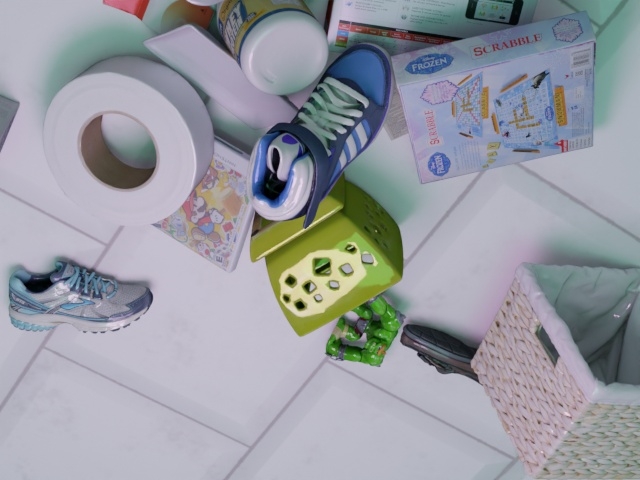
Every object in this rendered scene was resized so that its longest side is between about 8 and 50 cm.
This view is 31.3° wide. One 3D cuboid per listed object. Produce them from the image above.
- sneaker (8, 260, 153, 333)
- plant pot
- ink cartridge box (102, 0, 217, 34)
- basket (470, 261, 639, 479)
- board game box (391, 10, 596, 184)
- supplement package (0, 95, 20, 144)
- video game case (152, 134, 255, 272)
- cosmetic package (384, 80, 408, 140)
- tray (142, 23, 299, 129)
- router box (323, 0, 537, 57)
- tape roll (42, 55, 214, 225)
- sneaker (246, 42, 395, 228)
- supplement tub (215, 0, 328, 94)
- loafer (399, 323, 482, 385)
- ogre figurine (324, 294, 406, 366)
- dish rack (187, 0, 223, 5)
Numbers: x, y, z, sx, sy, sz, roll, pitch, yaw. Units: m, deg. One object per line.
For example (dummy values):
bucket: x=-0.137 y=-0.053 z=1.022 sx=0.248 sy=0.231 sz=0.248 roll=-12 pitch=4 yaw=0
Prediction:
sneaker: x=-0.464 y=0.104 z=2.181 sx=0.283 sy=0.110 sz=0.122 roll=-4 pitch=118 yaw=1
plant pot: x=0.000 y=0.000 z=2.059 sx=0.228 sy=0.227 sz=0.207 roll=-32 pitch=111 yaw=15
ink cartridge box: x=-0.257 y=-0.416 z=1.897 sx=0.179 sy=0.045 sz=0.145 roll=19 pitch=119 yaw=-15
basket: x=0.510 y=0.245 z=2.121 sx=0.331 sy=0.328 sz=0.266 roll=4 pitch=130 yaw=-25
board game box: x=0.298 y=-0.231 z=1.921 sx=0.317 sy=0.066 sz=0.319 roll=-12 pitch=151 yaw=5
supplement package: x=-0.648 y=-0.173 z=1.949 sx=0.194 sy=0.203 sz=0.149 roll=23 pitch=119 yaw=-14
video game case: x=-0.210 y=-0.083 z=2.056 sx=0.206 sy=0.026 sz=0.227 roll=31 pitch=122 yaw=18
cosmetic package: x=0.125 y=-0.241 z=2.012 sx=0.060 sy=0.041 sz=0.115 roll=-23 pitch=119 yaw=13
tray: x=-0.160 y=-0.281 z=1.935 sx=0.270 sy=0.030 sz=0.145 roll=36 pitch=154 yaw=-33
router box: x=0.193 y=-0.438 z=1.866 sx=0.335 sy=0.082 sz=0.301 roll=8 pitch=121 yaw=-6
tape roll: x=-0.333 y=-0.170 z=1.976 sx=0.286 sy=0.100 sz=0.286 roll=6 pitch=118 yaw=12
sneaker: x=-0.002 y=-0.171 z=1.803 sx=0.130 sy=0.236 sz=0.323 roll=34 pitch=102 yaw=10
supplement tub: x=-0.084 y=-0.340 z=1.837 sx=0.144 sy=0.200 sz=0.144 roll=-13 pitch=132 yaw=-16
loafer: x=0.273 y=0.247 z=2.279 sx=0.267 sy=0.096 sz=0.084 roll=20 pitch=108 yaw=-15
ogre figurine: x=0.092 y=0.172 z=2.242 sx=0.118 sy=0.097 sz=0.197 roll=27 pitch=104 yaw=4
dish rack: x=-0.138 y=-0.555 z=1.748 sx=0.285 sy=0.072 sz=0.333 roll=-23 pitch=115 yaw=-10
